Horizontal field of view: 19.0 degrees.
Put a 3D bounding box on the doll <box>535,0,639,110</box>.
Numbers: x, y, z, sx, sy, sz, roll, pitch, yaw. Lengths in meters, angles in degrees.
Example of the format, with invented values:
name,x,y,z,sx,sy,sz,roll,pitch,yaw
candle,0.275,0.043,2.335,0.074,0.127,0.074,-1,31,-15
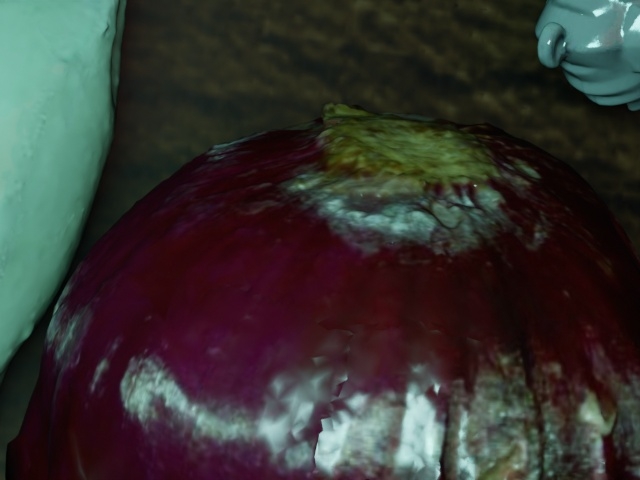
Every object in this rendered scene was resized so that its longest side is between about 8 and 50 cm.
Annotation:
name,x,y,z,sx,sy,sz,roll,pitch,yaw
doll,0.157,-0.108,0.831,0.180,0.079,0.094,-24,123,-30

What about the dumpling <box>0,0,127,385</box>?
name,x,y,z,sx,sy,sz,roll,pitch,yaw
dumpling,-0.150,-0.027,0.724,0.105,0.149,0.216,6,97,-57

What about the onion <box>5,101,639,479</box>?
name,x,y,z,sx,sy,sz,roll,pitch,yaw
onion,0.004,0.072,0.682,0.206,0.207,0.216,1,110,-21
